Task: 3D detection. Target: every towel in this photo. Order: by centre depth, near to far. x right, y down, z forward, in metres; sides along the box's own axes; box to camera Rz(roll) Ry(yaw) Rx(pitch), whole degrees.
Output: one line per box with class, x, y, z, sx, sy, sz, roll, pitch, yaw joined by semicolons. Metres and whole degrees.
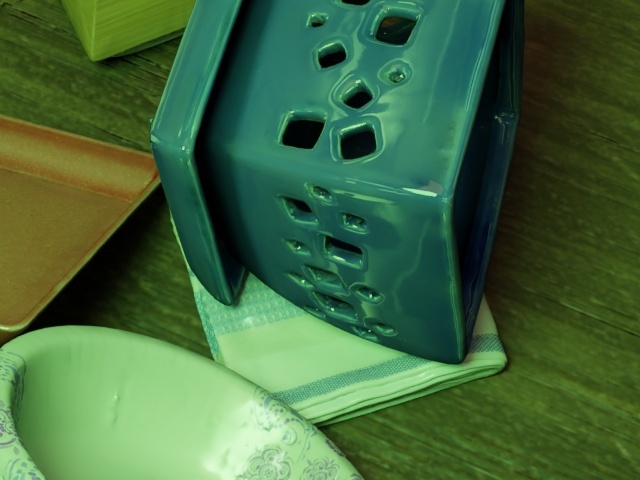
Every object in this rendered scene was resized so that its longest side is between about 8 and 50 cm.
towel;0.000;0.000;1.231;0.209;0.034;0.285;-15;64;-7

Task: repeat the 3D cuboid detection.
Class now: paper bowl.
paper bowl;-0.106;0.191;1.028;0.284;0.284;0.148;35;112;17

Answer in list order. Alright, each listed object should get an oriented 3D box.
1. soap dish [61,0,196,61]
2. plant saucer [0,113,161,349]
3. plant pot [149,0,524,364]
soap dish;-0.095;-0.296;1.334;0.291;0.118;0.229;-23;65;-9
plant saucer;-0.270;-0.016;1.172;0.259;0.048;0.258;16;31;12
plant pot;0.016;-0.076;1.131;0.212;0.236;0.236;9;61;11
